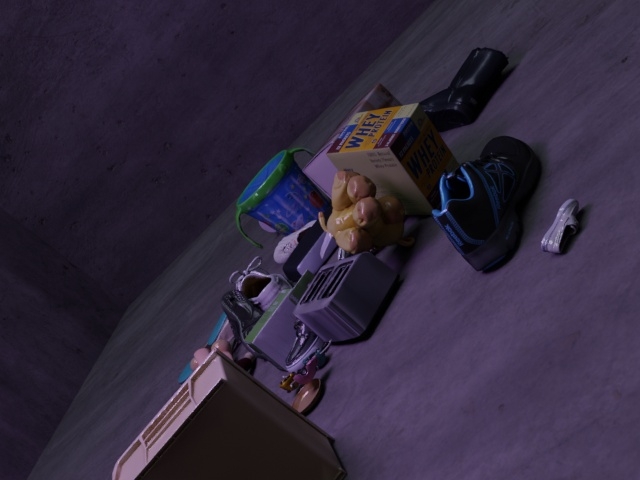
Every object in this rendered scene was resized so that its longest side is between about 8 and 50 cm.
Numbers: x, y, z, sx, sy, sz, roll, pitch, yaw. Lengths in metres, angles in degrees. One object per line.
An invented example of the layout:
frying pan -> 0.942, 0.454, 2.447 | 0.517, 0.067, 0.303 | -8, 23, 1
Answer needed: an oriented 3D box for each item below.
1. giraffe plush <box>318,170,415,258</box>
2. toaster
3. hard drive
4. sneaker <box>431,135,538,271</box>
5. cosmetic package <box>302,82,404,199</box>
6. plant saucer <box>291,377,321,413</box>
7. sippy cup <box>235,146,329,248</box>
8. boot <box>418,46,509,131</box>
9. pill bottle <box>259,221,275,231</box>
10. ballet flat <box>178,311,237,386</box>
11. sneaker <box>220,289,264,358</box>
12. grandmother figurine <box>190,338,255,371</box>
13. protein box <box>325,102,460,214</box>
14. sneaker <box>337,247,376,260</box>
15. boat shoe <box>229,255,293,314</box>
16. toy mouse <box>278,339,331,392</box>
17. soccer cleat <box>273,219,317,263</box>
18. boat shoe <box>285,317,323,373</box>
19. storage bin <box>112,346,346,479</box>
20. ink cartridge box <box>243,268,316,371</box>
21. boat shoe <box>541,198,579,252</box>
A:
giraffe plush -> 0.110, -0.038, 1.564 | 0.210, 0.171, 0.181 | -59, 37, 42
toaster -> 0.047, 0.121, 1.494 | 0.185, 0.110, 0.168 | -56, 16, -26
hard drive -> 0.000, 0.000, 2.022 | 0.254, 0.054, 0.172 | -53, 16, -14
sneaker -> 0.292, -0.104, 1.308 | 0.125, 0.140, 0.341 | -38, 17, 39
cosmetic package -> 0.097, -0.251, 1.889 | 0.153, 0.129, 0.296 | -38, 14, 46
plant saucer -> -0.024, 0.304, 1.425 | 0.083, 0.015, 0.083 | -45, 15, 15
sippy cup -> -0.102, -0.121, 2.276 | 0.305, 0.224, 0.240 | -39, 17, 31
boot -> 0.355, -0.389, 1.901 | 0.207, 0.094, 0.246 | -56, 23, -13
pill bottle -> -0.153, -0.113, 2.615 | 0.112, 0.112, 0.186 | -39, 19, 32
ballet flat -> -0.289, 0.309, 2.031 | 0.248, 0.086, 0.086 | -55, 16, -5
sneaker -> -0.169, 0.233, 1.871 | 0.087, 0.130, 0.227 | -34, 46, -14
grandmother figurine -> -0.252, 0.338, 1.810 | 0.208, 0.104, 0.342 | -45, 14, -9
protein box -> 0.163, -0.172, 1.623 | 0.200, 0.201, 0.136 | 2, 50, 49
sneaker -> 0.111, -0.003, 1.694 | 0.178, 0.072, 0.077 | -52, 17, -10
boat shoe -> -0.170, 0.125, 1.994 | 0.136, 0.156, 0.367 | -50, 16, -4
toy mouse -> -0.022, 0.254, 1.470 | 0.143, 0.031, 0.161 | -42, 0, 4
soccer cleat -> -0.071, 0.006, 2.173 | 0.196, 0.068, 0.076 | -38, 3, 23
boat shoe -> -0.018, 0.178, 1.598 | 0.228, 0.076, 0.080 | -54, 16, -18
storage bin -> -0.144, 0.360, 1.155 | 0.260, 0.262, 0.123 | -49, 17, -1
ink cartridge box -> -0.063, 0.177, 1.663 | 0.209, 0.109, 0.062 | -54, 17, -17
boat shoe -> 0.368, -0.021, 1.106 | 0.035, 0.035, 0.100 | 16, 59, 43
